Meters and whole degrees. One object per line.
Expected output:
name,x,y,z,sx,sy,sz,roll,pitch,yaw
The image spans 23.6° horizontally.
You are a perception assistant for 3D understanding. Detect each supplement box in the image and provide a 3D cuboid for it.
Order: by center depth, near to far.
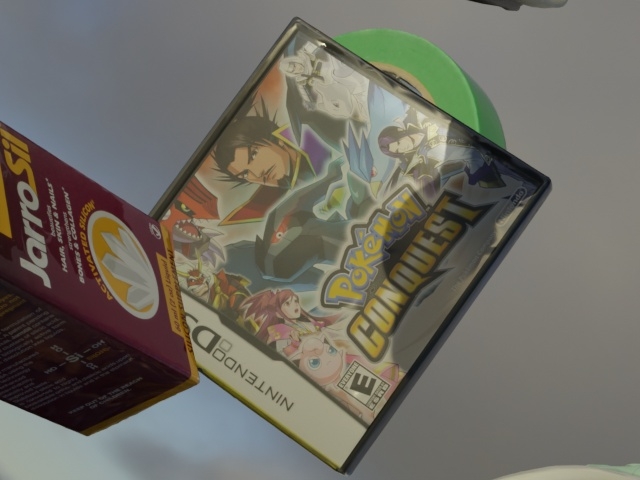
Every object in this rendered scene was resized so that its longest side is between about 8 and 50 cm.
supplement box,-0.151,0.018,0.781,0.188,0.080,0.104,37,32,-53

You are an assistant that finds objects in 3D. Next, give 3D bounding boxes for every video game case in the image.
video game case,0.000,0.000,1.188,0.248,0.275,0.035,34,-5,16

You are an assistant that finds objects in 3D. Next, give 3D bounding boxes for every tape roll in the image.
tape roll,0.045,-0.072,1.684,0.321,0.321,0.077,31,-2,37

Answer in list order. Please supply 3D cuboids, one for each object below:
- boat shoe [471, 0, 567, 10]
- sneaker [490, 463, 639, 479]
boat shoe,0.063,-0.197,0.865,0.096,0.117,0.324,6,1,23
sneaker,0.156,0.162,0.792,0.255,0.094,0.151,0,-8,-15
